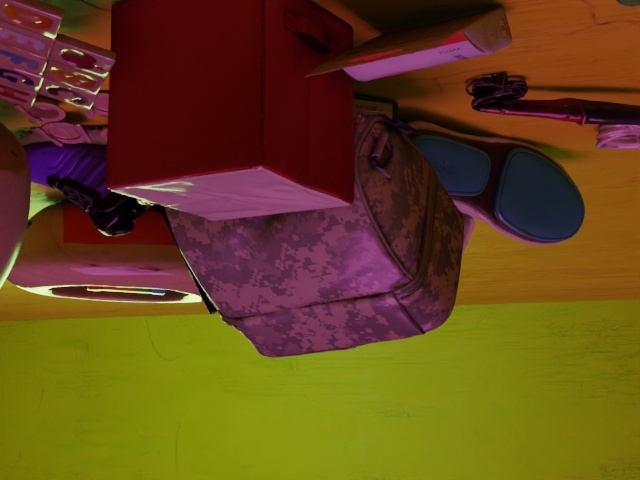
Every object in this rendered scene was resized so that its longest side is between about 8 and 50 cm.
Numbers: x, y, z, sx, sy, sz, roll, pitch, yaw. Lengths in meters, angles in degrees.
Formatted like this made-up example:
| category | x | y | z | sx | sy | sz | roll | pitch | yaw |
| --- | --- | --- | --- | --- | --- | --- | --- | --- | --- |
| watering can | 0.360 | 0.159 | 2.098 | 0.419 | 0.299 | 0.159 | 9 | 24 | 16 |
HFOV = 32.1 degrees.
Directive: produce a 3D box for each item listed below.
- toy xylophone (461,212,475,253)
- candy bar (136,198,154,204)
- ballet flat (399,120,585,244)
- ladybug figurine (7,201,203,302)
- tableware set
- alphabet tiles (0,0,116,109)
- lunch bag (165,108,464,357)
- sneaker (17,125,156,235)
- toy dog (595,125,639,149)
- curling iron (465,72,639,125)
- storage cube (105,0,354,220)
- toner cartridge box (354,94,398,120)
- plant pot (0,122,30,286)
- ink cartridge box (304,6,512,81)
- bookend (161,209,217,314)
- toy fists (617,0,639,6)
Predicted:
| category | x | y | z | sx | sy | sz | roll | pitch | yaw |
| --- | --- | --- | --- | --- | --- | --- | --- | --- | --- |
| toy xylophone | 0.050 | -0.011 | 1.641 | 0.322 | 0.081 | 0.236 | -12 | -150 | -31 |
| candy bar | -0.215 | -0.119 | 1.314 | 0.018 | 0.162 | 0.040 | -9 | 180 | -36 |
| ballet flat | 0.218 | -0.092 | 1.596 | 0.400 | 0.139 | 0.139 | 14 | 163 | -38 |
| ladybug figurine | -0.356 | 0.022 | 2.065 | 0.449 | 0.162 | 0.305 | 5 | 168 | -19 |
| tableware set | -0.308 | -0.154 | 1.453 | 0.168 | 0.020 | 0.141 | -1 | 160 | 11 |
| alphabet tiles | -0.374 | -0.204 | 1.067 | 0.342 | 0.011 | 0.285 | 17 | 165 | -17 |
| lunch bag | -0.005 | -0.018 | 1.310 | 0.305 | 0.213 | 0.256 | -10 | 141 | 31 |
| sneaker | -0.318 | -0.079 | 1.564 | 0.293 | 0.146 | 0.102 | -3 | 169 | 14 |
| toy dog | 0.547 | -0.074 | 1.509 | 0.333 | 0.161 | 0.220 | 7 | 167 | -31 |
| curling iron | 0.310 | -0.160 | 1.346 | 0.274 | 0.035 | 0.068 | 8 | 166 | -9 |
| storage cube | -0.088 | -0.135 | 1.128 | 0.215 | 0.193 | 0.183 | -6 | 167 | 28 |
| toner cartridge box | -0.049 | -0.121 | 1.521 | 0.165 | 0.075 | 0.348 | 7 | 168 | -25 |
| plant pot | -0.486 | -0.068 | 1.429 | 0.191 | 0.284 | 0.284 | -45 | 151 | 17 |
| ink cartridge box | 0.090 | -0.178 | 1.082 | 0.145 | 0.045 | 0.179 | -7 | -160 | 33 |
| bookend | -0.128 | 0.016 | 1.541 | 0.072 | 0.157 | 0.156 | -29 | 169 | 14 |
| toy fists | 0.247 | -0.246 | 0.794 | 0.142 | 0.096 | 0.279 | -18 | 159 | 32 |
